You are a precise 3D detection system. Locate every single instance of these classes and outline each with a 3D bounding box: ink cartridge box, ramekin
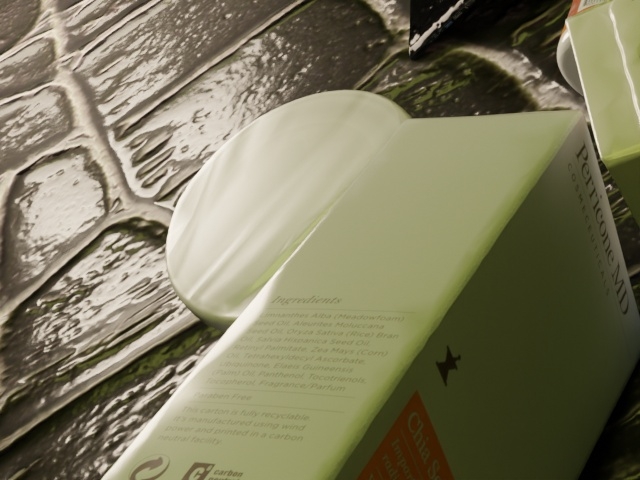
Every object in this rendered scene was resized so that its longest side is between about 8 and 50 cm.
[{"bbox_3d":[0.314,-0.073,1.091,0.168,0.233,0.171,-23,43,18],"label":"ink cartridge box"},{"bbox_3d":[0.000,0.000,1.340,0.272,0.127,0.273,-21,42,20],"label":"ramekin"}]

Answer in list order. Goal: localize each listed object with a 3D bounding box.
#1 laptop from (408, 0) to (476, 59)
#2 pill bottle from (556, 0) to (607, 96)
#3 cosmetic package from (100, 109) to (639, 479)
[{"bbox_3d":[0.227,-0.321,1.560,0.264,0.136,0.234,-41,31,39],"label":"laptop"},{"bbox_3d":[0.303,-0.236,1.340,0.121,0.121,0.216,-1,52,36],"label":"pill bottle"},{"bbox_3d":[0.063,0.119,1.005,0.161,0.230,0.453,-1,34,35],"label":"cosmetic package"}]
